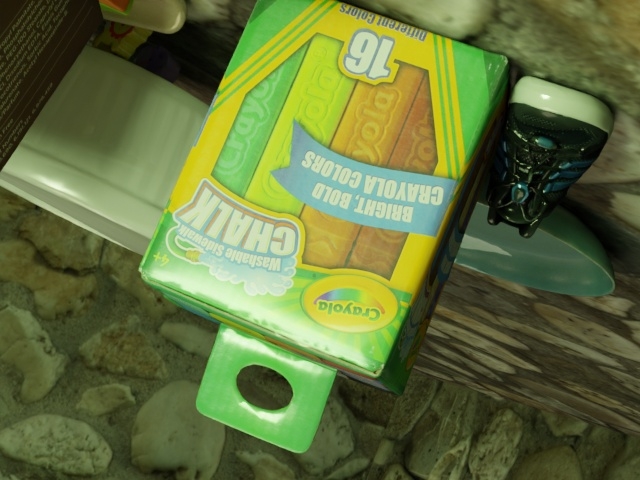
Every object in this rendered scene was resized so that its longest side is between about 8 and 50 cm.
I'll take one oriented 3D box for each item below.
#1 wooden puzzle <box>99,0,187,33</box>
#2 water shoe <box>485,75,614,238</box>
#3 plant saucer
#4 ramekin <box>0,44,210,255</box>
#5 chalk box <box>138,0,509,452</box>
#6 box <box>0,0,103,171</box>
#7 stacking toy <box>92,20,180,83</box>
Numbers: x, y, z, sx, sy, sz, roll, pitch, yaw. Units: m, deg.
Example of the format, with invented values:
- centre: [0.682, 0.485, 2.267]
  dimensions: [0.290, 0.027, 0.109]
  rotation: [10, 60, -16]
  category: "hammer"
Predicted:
- centre: [-0.241, -0.226, 0.851]
  dimensions: [0.221, 0.044, 0.238]
  rotation: [18, 170, 28]
  category: "wooden puzzle"
- centre: [0.157, -0.050, 0.817]
  dimensions: [0.073, 0.080, 0.203]
  rotation: [20, 171, 11]
  category: "water shoe"
- centre: [0.144, -0.023, 1.145]
  dimensions: [0.317, 0.044, 0.317]
  rotation: [21, 172, 3]
  category: "plant saucer"
- centre: [-0.186, -0.076, 1.029]
  dimensions: [0.272, 0.127, 0.273]
  rotation: [24, 172, 4]
  category: "ramekin"
- centre: [0.000, 0.000, 0.817]
  dimensions: [0.180, 0.289, 0.179]
  rotation: [20, 171, 12]
  category: "chalk box"
- centre: [-0.251, -0.162, 0.678]
  dimensions: [0.168, 0.167, 0.203]
  rotation: [21, 152, 11]
  category: "box"
- centre: [-0.174, -0.164, 1.065]
  dimensions: [0.221, 0.052, 0.167]
  rotation: [16, 168, 45]
  category: "stacking toy"
